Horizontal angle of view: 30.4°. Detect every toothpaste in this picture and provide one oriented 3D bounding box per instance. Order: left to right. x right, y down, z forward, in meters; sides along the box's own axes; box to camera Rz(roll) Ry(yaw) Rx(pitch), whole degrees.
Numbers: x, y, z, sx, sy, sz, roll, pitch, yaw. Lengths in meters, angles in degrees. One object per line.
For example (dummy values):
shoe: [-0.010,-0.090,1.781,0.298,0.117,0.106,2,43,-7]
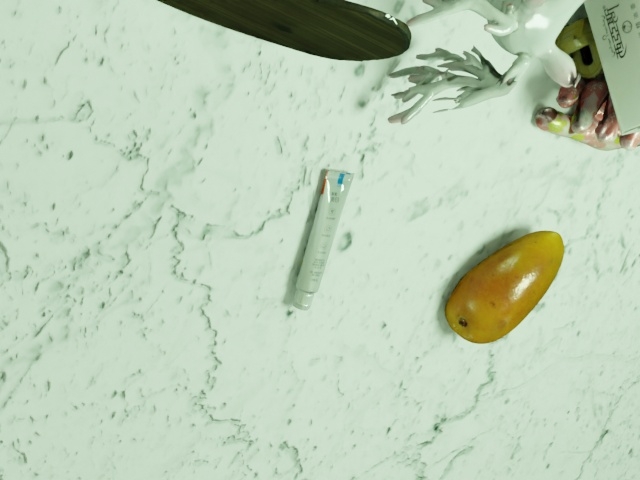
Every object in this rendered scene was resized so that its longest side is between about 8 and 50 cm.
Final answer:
toothpaste: [0.000,0.000,1.528,0.048,0.031,0.190,5,108,-40]

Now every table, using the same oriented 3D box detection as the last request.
table: [-0.004,-0.336,1.161,0.317,0.317,0.249,14,90,-45]

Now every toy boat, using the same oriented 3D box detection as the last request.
toy boat: [0.419,-0.283,1.680,0.226,0.068,0.088,-16,86,-38]

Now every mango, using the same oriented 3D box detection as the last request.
mango: [0.288,0.069,1.769,0.217,0.102,0.141,-44,142,-8]

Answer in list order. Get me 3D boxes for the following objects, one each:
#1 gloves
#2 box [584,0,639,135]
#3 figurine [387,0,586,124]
gloves: [0.413,-0.191,1.705,0.241,0.145,0.126,22,91,-50]
box: [0.476,-0.297,1.607,0.203,0.116,0.274,-10,83,-36]
figurine: [0.214,-0.278,1.423,0.316,0.284,0.206,-48,132,-44]
